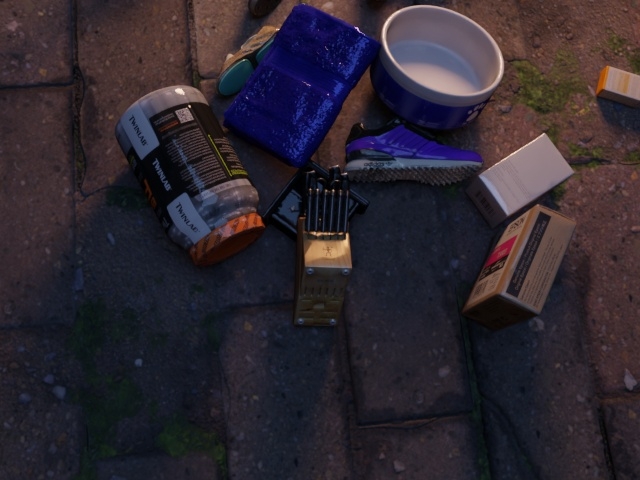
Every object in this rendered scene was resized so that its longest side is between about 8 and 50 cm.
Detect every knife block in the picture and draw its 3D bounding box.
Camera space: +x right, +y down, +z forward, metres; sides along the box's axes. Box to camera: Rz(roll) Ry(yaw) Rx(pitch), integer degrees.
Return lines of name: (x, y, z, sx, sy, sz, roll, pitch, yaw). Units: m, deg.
knife block: (0.000, 0.000, 1.418, 0.088, 0.276, 0.242, 3, 49, -7)

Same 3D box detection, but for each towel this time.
towel: (-0.048, -0.318, 1.480, 0.227, 0.076, 0.308, 31, 89, 28)

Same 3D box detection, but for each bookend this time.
bookend: (-0.012, -0.055, 1.481, 0.156, 0.072, 0.157, 37, 76, 4)

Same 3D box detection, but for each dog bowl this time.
dog bowl: (0.240, -0.362, 1.529, 0.265, 0.104, 0.265, 7, 56, -10)

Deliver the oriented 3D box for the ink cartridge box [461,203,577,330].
ink cartridge box: (0.373, 0.059, 1.404, 0.088, 0.235, 0.193, 26, 74, 1)

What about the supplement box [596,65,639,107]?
supplement box: (0.675, -0.343, 1.642, 0.098, 0.036, 0.062, 18, 74, 0)

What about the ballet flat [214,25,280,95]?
ballet flat: (-0.158, -0.386, 1.567, 0.206, 0.073, 0.067, -42, 55, -17)

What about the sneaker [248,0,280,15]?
sneaker: (-0.112, -0.574, 1.623, 0.071, 0.066, 0.188, 30, 68, 20)

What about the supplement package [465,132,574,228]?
supplement package: (0.411, -0.121, 1.522, 0.179, 0.105, 0.105, -31, 79, -12)

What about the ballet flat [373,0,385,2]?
ballet flat: (0.138, -0.646, 1.621, 0.084, 0.058, 0.250, 7, 75, -5)

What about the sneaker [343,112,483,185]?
sneaker: (0.194, -0.200, 1.524, 0.293, 0.102, 0.146, 1, 74, -5)

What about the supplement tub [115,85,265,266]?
supplement tub: (-0.245, -0.121, 1.414, 0.193, 0.193, 0.316, -28, 79, -12)
